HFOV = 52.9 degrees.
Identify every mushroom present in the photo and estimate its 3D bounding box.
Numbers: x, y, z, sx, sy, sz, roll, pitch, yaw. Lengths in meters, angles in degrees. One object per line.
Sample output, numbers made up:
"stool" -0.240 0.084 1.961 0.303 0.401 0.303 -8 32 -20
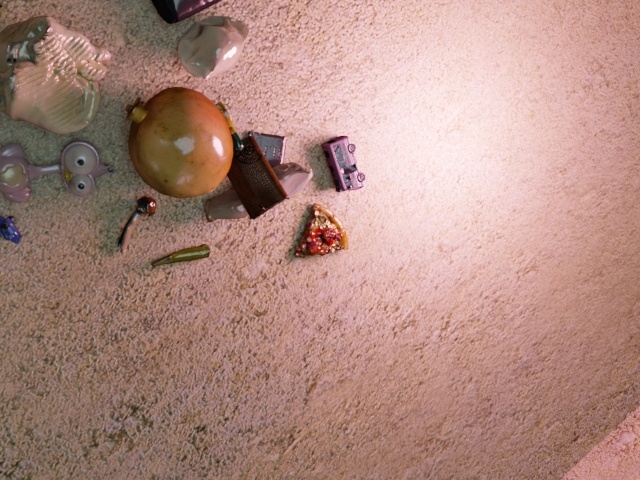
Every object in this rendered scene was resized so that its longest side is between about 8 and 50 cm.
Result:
"mushroom" -0.190 -0.144 1.968 0.351 0.097 0.109 -26 74 -9
"mushroom" -0.542 -0.048 1.886 0.060 0.061 0.187 32 99 -13

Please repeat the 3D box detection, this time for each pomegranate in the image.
"pomegranate" -0.391 -0.275 1.769 0.319 0.319 0.319 -5 103 -23

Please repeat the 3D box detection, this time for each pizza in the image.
"pizza" 0.000 0.000 2.125 0.193 0.053 0.201 -49 115 -7

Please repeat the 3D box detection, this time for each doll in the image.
"doll" -0.745 -0.187 1.739 0.365 0.094 0.160 -6 106 -22

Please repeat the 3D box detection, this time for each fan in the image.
"fan" -0.275 -0.334 1.906 0.039 0.082 0.155 -30 95 -10

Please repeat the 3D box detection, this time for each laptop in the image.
"laptop" -0.177 -0.244 2.018 0.129 0.016 0.180 4 101 -24

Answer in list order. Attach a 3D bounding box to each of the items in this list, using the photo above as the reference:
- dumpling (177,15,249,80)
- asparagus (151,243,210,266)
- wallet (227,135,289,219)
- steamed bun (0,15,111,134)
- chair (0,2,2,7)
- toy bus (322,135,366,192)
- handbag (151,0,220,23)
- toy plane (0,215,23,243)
"dumpling" -0.310 -0.564 1.845 0.166 0.126 0.216 38 94 1
"asparagus" -0.426 0.047 1.957 0.178 0.041 0.045 -10 150 -21
"wallet" -0.205 -0.192 1.919 0.132 0.039 0.243 -29 70 -3
"steamed bun" -0.711 -0.424 1.655 0.280 0.207 0.268 21 92 -53
"chair" -0.950 -0.539 1.542 0.319 0.160 0.186 -39 119 -12
"toy bus" 0.074 -0.245 2.090 0.098 0.087 0.178 -25 107 -15
"handbag" -0.345 -0.774 1.740 0.301 0.178 0.275 -33 112 -14
"toy plane" -0.873 -0.054 1.738 0.062 0.054 0.167 -27 113 11
